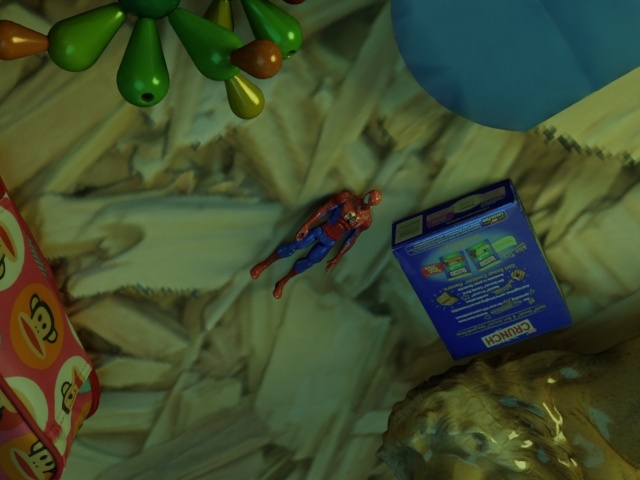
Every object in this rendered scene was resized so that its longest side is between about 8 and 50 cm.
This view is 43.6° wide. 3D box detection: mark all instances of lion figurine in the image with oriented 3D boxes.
[{"bbox_3d":[0.248,0.108,0.546,0.392,0.142,0.240,-38,111,19],"label":"lion figurine"}]

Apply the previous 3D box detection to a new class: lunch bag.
[{"bbox_3d":[-0.332,0.070,0.605,0.258,0.120,0.293,-8,120,13],"label":"lunch bag"}]

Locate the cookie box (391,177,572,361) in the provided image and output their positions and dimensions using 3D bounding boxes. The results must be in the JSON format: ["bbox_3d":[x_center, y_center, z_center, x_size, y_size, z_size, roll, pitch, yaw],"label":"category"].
[{"bbox_3d":[0.112,0.023,0.562,0.092,0.040,0.107,-22,115,19],"label":"cookie box"}]

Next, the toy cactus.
[{"bbox_3d":[-0.090,-0.163,0.425,0.219,0.112,0.180,4,93,-31],"label":"toy cactus"}]

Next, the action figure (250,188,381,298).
[{"bbox_3d":[0.000,0.000,0.572,0.115,0.030,0.038,-40,103,24],"label":"action figure"}]

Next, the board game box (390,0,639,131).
[{"bbox_3d":[0.128,-0.143,0.468,0.169,0.033,0.133,-31,117,28],"label":"board game box"}]
